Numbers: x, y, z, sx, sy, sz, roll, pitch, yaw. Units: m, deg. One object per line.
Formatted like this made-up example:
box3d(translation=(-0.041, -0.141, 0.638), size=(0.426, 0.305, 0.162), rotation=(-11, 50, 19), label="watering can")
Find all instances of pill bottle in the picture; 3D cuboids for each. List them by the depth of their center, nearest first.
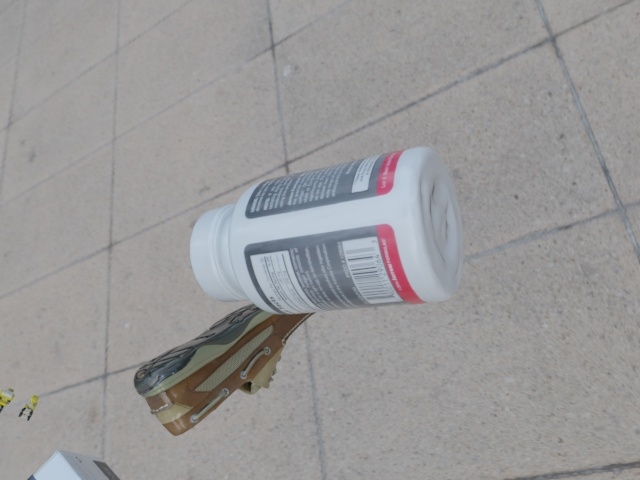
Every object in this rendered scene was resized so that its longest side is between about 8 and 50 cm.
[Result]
box3d(translation=(0.000, 0.000, 0.694), size=(0.318, 0.176, 0.177), rotation=(-8, 67, 29), label="pill bottle")

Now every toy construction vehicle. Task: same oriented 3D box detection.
box3d(translation=(-0.641, 0.338, 1.179), size=(0.098, 0.085, 0.035), rotation=(-50, 18, 38), label="toy construction vehicle")

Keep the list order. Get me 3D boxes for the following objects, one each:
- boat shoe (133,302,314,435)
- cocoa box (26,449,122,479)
box3d(translation=(-0.127, 0.181, 0.875), size=(0.122, 0.324, 0.120), rotation=(-19, 97, 54), label="boat shoe")
box3d(translation=(-0.447, 0.620, 1.085), size=(0.347, 0.231, 0.228), rotation=(38, 72, 19), label="cocoa box")
